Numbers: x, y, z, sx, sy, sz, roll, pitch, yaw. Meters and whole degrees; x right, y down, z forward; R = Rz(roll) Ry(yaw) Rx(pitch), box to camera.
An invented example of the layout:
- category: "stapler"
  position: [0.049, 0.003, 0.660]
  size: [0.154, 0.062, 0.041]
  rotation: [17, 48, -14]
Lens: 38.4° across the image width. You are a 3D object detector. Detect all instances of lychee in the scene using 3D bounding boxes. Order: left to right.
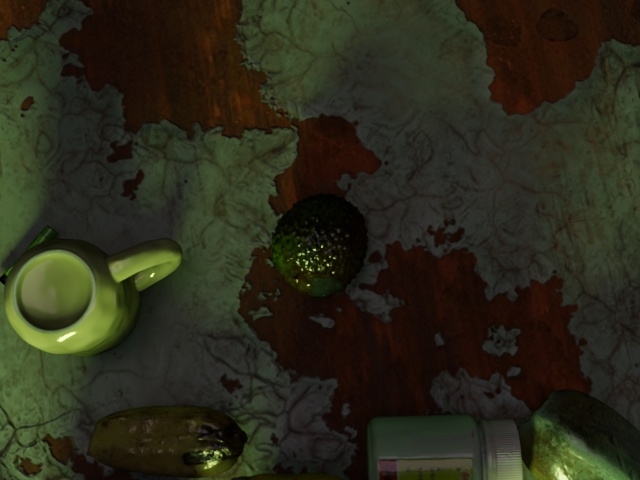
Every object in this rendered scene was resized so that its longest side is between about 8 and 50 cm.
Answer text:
- category: "lychee"
  position: [0.000, 0.000, 1.459]
  size: [0.171, 0.171, 0.171]
  rotation: [0, 80, 2]

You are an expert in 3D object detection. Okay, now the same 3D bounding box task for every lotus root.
- category: "lotus root"
  position: [-0.238, 0.312, 1.438]
  size: [0.259, 0.097, 0.110]
  rotation: [1, 73, 10]
- category: "lotus root"
  position: [0.446, 0.357, 1.381]
  size: [0.322, 0.140, 0.158]
  rotation: [38, 83, 5]

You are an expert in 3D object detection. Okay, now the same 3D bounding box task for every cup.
- category: "cup"
  position: [-0.340, 0.089, 1.424]
  size: [0.255, 0.202, 0.173]
  rotation: [-3, 79, 1]

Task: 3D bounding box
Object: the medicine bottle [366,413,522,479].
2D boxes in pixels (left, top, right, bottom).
- category: "medicine bottle"
  position: [0.183, 0.334, 1.393]
  size: [0.226, 0.139, 0.139]
  rotation: [-2, 80, 2]

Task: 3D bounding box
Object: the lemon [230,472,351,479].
- category: "lemon"
  position: [-0.016, 0.493, 1.271]
  size: [0.350, 0.350, 0.387]
  rotation: [-41, 67, -5]

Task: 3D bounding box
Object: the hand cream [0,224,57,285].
- category: "hand cream"
  position: [-0.485, 0.028, 1.531]
  size: [0.036, 0.023, 0.122]
  rotation: [38, 85, -3]
